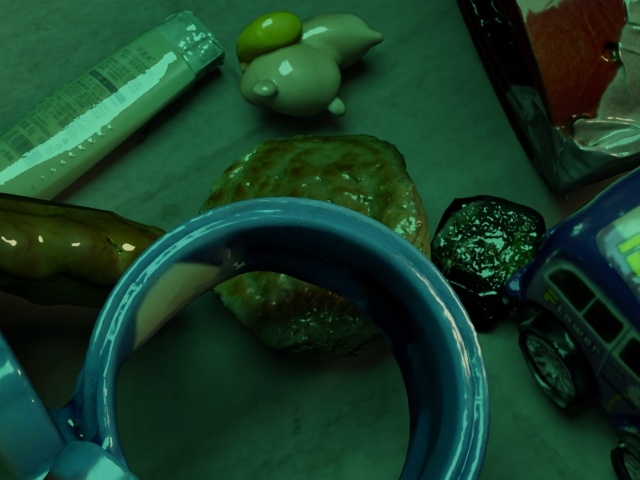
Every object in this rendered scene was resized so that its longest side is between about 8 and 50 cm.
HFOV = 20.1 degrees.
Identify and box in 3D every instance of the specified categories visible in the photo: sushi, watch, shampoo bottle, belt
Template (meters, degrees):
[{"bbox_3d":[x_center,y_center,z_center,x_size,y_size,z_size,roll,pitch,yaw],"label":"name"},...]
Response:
[{"bbox_3d":[0.120,0.015,1.254,0.085,0.056,0.083,12,52,17],"label":"sushi"},{"bbox_3d":[-0.067,0.091,1.082,0.274,0.241,0.305,-44,91,-15],"label":"watch"},{"bbox_3d":[-0.169,-0.095,1.369,0.212,0.049,0.072,-37,53,-14],"label":"shampoo bottle"},{"bbox_3d":[0.168,-0.173,1.266,0.115,0.227,0.324,-20,59,0],"label":"belt"}]

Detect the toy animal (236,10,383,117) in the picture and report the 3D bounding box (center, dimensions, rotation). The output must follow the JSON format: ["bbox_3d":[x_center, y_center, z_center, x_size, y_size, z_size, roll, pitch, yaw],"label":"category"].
[{"bbox_3d":[-0.012,-0.123,1.356,0.114,0.091,0.082,-7,70,-32],"label":"toy animal"}]

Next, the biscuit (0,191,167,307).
[{"bbox_3d":[-0.248,-0.002,1.221,0.335,0.329,0.078,8,89,-17],"label":"biscuit"}]

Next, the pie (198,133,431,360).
[{"bbox_3d":[0.000,0.000,1.246,0.163,0.079,0.193,-43,49,9],"label":"pie"}]

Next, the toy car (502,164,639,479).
[{"bbox_3d":[0.241,0.056,1.134,0.172,0.158,0.235,-32,72,-13],"label":"toy car"}]

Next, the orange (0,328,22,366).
[{"bbox_3d":[-0.285,0.118,1.180,0.193,0.161,0.193,-6,55,9],"label":"orange"}]
